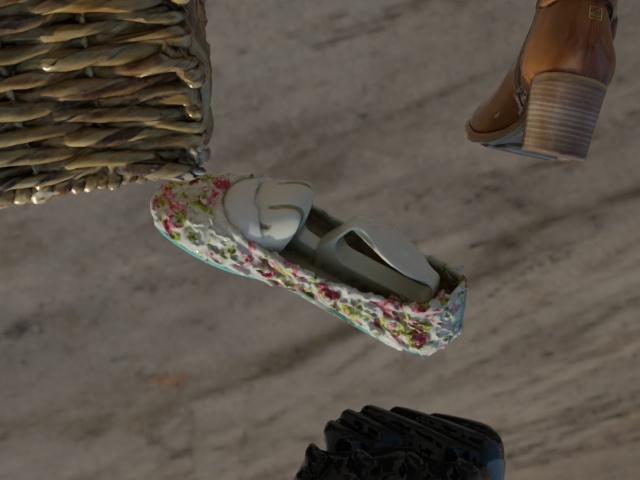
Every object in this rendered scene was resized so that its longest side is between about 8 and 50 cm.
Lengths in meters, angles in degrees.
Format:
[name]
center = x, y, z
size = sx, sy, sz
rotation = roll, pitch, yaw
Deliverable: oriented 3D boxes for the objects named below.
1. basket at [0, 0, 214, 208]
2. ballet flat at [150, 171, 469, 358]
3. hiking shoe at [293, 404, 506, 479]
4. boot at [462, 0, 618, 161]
[basket]
center = -0.221, -0.150, 0.830
size = 0.299, 0.223, 0.213
rotation = -9, 118, -1
[ballet flat]
center = 0.000, 0.000, 1.003
size = 0.241, 0.091, 0.077
rotation = 24, 137, -6
[hiking shoe]
center = 0.003, 0.188, 0.534
size = 0.113, 0.132, 0.304
rotation = 4, -153, 31
[boot]
center = 0.163, -0.134, 0.995
size = 0.073, 0.152, 0.197
rotation = 11, -177, -13
